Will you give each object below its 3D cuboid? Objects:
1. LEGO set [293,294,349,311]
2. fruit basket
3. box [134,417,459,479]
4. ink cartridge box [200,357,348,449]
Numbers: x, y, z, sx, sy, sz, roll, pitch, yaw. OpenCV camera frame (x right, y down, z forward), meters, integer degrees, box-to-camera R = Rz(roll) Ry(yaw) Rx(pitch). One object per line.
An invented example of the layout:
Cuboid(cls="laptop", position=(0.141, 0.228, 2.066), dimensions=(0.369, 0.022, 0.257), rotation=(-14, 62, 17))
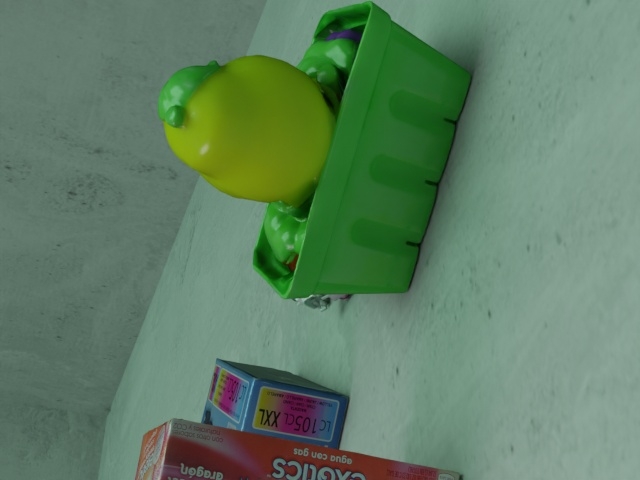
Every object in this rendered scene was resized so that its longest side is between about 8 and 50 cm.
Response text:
Cuboid(cls="LEGO set", position=(0.000, 0.000, 1.438), dimensions=(0.132, 0.107, 0.287), rotation=(-19, 45, 28))
Cuboid(cls="fruit basket", position=(-0.033, -0.121, 1.126), dimensions=(0.283, 0.392, 0.392), rotation=(-147, 73, -72))
Cuboid(cls="box", position=(-0.033, 0.278, 0.895), dimensions=(0.154, 0.300, 0.142), rotation=(143, 139, -63))
Cuboid(cls="ink cartridge box", position=(-0.105, 0.388, 1.313), dimensions=(0.270, 0.151, 0.395), rotation=(175, 107, -72))
